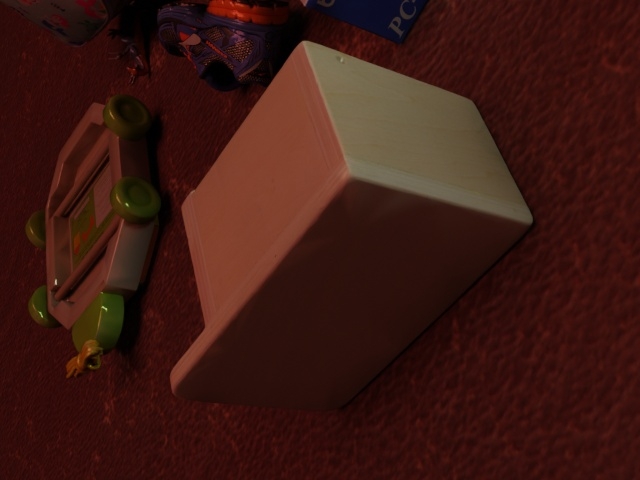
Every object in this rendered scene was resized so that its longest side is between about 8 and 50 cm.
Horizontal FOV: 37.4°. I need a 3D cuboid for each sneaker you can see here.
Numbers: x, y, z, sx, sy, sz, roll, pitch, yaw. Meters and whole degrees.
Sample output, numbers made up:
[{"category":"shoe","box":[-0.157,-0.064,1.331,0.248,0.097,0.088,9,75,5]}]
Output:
[{"category":"sneaker","box":[-0.107,-0.193,0.946,0.221,0.083,0.087,17,106,61]}]

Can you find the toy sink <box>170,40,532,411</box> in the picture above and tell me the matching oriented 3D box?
[{"category":"toy sink","box":[0.000,0.000,0.661,0.234,0.153,0.131,-51,42,35]}]

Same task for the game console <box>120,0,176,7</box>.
[{"category":"game console","box":[-0.115,-0.400,0.886,0.293,0.250,0.173,64,159,21]}]

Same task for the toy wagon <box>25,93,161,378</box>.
[{"category":"toy wagon","box":[-0.269,0.005,1.122,0.267,0.068,0.344,-43,47,40]}]

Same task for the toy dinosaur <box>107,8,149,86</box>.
[{"category":"toy dinosaur","box":[-0.232,-0.239,1.174,0.082,0.047,0.090,41,104,33]}]

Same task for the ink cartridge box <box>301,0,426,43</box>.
[{"category":"ink cartridge box","box":[0.068,-0.255,0.694,0.207,0.097,0.046,-57,39,26]}]

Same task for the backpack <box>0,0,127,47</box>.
[{"category":"backpack","box":[-0.297,-0.367,1.131,0.253,0.225,0.191,-18,48,48]}]
